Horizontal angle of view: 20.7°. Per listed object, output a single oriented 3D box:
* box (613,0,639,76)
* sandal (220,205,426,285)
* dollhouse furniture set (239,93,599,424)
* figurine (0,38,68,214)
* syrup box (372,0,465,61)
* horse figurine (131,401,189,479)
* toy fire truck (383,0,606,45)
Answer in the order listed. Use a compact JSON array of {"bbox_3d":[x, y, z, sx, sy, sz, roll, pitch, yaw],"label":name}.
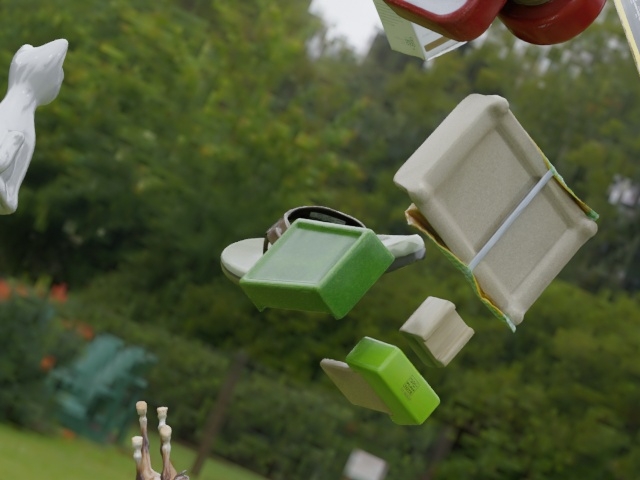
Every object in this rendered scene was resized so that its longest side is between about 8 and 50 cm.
[{"bbox_3d":[0.429,-0.126,1.913,0.257,0.079,0.322,49,21,-30],"label":"box"},{"bbox_3d":[0.002,-0.001,2.080,0.302,0.086,0.120,-6,17,45],"label":"sandal"},{"bbox_3d":[0.105,0.013,1.779,0.197,0.301,0.151,51,-22,-22],"label":"dollhouse furniture set"},{"bbox_3d":[-0.377,-0.128,1.904,0.215,0.209,0.092,-7,-40,35],"label":"figurine"},{"bbox_3d":[0.097,-0.329,1.964,0.237,0.096,0.093,66,-14,-22],"label":"syrup box"},{"bbox_3d":[-0.180,0.287,1.995,0.066,0.174,0.263,-7,8,-6],"label":"horse figurine"},{"bbox_3d":[0.139,-0.316,1.461,0.254,0.302,0.169,31,-4,42],"label":"toy fire truck"}]
